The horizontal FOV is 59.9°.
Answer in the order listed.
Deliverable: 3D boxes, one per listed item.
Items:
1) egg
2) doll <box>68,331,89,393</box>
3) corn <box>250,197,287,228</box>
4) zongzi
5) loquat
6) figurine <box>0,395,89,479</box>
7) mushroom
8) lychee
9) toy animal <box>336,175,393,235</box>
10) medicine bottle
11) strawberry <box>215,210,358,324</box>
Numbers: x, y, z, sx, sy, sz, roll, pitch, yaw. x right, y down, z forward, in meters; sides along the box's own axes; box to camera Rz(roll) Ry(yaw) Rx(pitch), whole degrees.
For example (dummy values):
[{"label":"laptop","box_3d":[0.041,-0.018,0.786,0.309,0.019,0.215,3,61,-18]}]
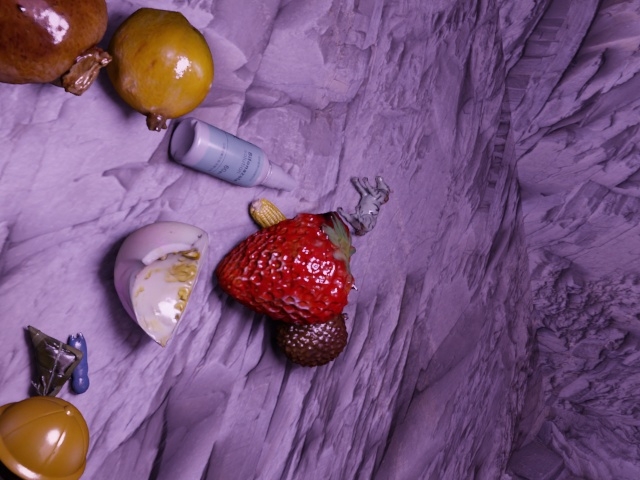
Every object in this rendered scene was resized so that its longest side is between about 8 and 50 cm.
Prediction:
[{"label":"egg","box_3d":[-0.347,0.064,1.172,0.206,0.162,0.271,-73,-175,-63]},{"label":"doll","box_3d":[-0.488,0.248,1.121,0.037,0.027,0.125,-6,93,-49]},{"label":"corn","box_3d":[-0.116,-0.042,1.495,0.206,0.067,0.067,45,60,-41]},{"label":"zongzi","box_3d":[-0.532,0.235,1.057,0.119,0.055,0.109,36,77,-23]},{"label":"loquat","box_3d":[-0.328,-0.339,1.140,0.213,0.213,0.246,12,80,-48]},{"label":"figurine","box_3d":[-0.523,0.405,0.985,0.192,0.167,0.256,50,58,-54]},{"label":"mushroom","box_3d":[-0.494,-0.380,0.954,0.283,0.195,0.263,42,56,-41]},{"label":"lychee","box_3d":[-0.016,0.248,1.537,0.238,0.200,0.200,-23,109,-39]},{"label":"toy animal","box_3d":[0.154,-0.137,1.785,0.255,0.090,0.170,-52,132,-30]},{"label":"medicine bottle","box_3d":[-0.193,-0.189,1.365,0.352,0.110,0.110,18,79,-48]},{"label":"strawberry","box_3d":[-0.065,0.083,1.390,0.291,0.310,0.291,50,23,-30]}]
